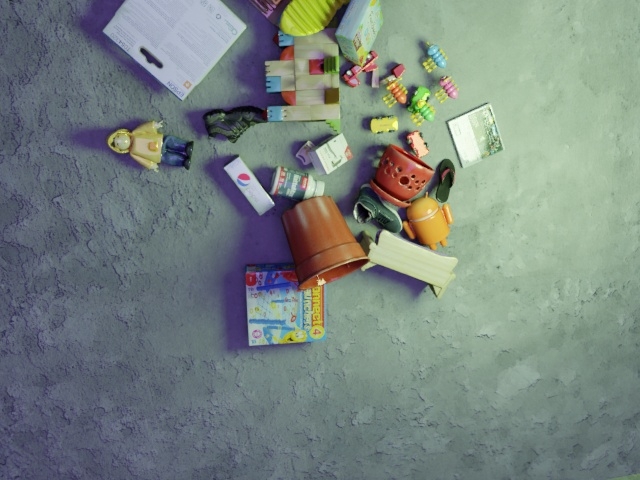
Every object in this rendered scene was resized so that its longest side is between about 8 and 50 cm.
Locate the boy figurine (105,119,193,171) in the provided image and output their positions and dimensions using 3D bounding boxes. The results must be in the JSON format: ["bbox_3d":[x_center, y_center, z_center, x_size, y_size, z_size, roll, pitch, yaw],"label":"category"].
[{"bbox_3d":[-0.577,-0.326,1.812,0.286,0.092,0.177,13,108,-15],"label":"boy figurine"}]

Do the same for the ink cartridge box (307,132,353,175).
[{"bbox_3d":[0.035,-0.304,1.892,0.135,0.056,0.099,-38,112,-27],"label":"ink cartridge box"}]

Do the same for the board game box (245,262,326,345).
[{"bbox_3d":[-0.132,0.242,2.056,0.302,0.086,0.307,-3,108,-7],"label":"board game box"}]

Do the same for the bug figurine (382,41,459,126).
[{"bbox_3d":[0.362,-0.534,1.840,0.279,0.072,0.216,-42,99,-4],"label":"bug figurine"}]

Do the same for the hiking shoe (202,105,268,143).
[{"bbox_3d":[-0.285,-0.397,1.845,0.227,0.086,0.114,-4,122,-1],"label":"hiking shoe"}]

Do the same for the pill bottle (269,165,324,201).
[{"bbox_3d":[-0.083,-0.195,1.914,0.180,0.108,0.107,13,105,-12],"label":"pill bottle"}]

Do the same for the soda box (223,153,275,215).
[{"bbox_3d":[-0.252,-0.198,1.906,0.069,0.074,0.216,-35,109,4],"label":"soda box"}]

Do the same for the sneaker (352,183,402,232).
[{"bbox_3d":[0.206,-0.082,1.955,0.086,0.163,0.226,-34,107,33],"label":"sneaker"}]

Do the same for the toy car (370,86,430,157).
[{"bbox_3d":[0.319,-0.442,1.919,0.239,0.053,0.224,26,99,-11],"label":"toy car"}]

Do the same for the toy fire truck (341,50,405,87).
[{"bbox_3d":[0.183,-0.581,1.860,0.192,0.047,0.135,-40,108,5],"label":"toy fire truck"}]

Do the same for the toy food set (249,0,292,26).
[{"bbox_3d":[-0.174,-0.868,1.694,0.306,0.092,0.219,41,98,-17],"label":"toy food set"}]

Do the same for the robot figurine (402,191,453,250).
[{"bbox_3d":[0.406,-0.072,2.013,0.128,0.158,0.219,-43,113,-34],"label":"robot figurine"}]

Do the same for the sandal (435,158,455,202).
[{"bbox_3d":[0.470,-0.223,1.978,0.067,0.040,0.179,21,69,-14],"label":"sandal"}]

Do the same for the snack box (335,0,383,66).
[{"bbox_3d":[0.129,-0.685,1.719,0.070,0.207,0.174,26,90,12],"label":"snack box"}]

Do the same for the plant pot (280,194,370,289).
[{"bbox_3d":[0.000,0.000,1.882,0.273,0.272,0.264,-22,77,-1],"label":"plant pot"}]

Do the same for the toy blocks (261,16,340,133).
[{"bbox_3d":[-0.069,-0.543,1.783,0.261,0.191,0.380,-1,98,2],"label":"toy blocks"}]

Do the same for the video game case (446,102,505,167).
[{"bbox_3d":[0.580,-0.389,1.993,0.173,0.022,0.190,-24,108,0],"label":"video game case"}]

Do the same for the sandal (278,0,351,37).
[{"bbox_3d":[-0.003,-0.752,1.709,0.317,0.138,0.126,-36,113,-11],"label":"sandal"}]

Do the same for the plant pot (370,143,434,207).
[{"bbox_3d":[0.283,-0.228,1.919,0.191,0.191,0.174,26,112,-15],"label":"plant pot"}]

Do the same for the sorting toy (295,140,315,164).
[{"bbox_3d":[-0.046,-0.311,1.919,0.075,0.044,0.083,-37,119,17],"label":"sorting toy"}]

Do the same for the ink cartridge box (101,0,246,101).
[{"bbox_3d":[-0.467,-0.683,1.726,0.324,0.071,0.330,41,101,-18],"label":"ink cartridge box"}]

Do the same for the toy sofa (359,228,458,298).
[{"bbox_3d":[0.327,0.067,2.031,0.363,0.150,0.177,20,107,-13],"label":"toy sofa"}]
